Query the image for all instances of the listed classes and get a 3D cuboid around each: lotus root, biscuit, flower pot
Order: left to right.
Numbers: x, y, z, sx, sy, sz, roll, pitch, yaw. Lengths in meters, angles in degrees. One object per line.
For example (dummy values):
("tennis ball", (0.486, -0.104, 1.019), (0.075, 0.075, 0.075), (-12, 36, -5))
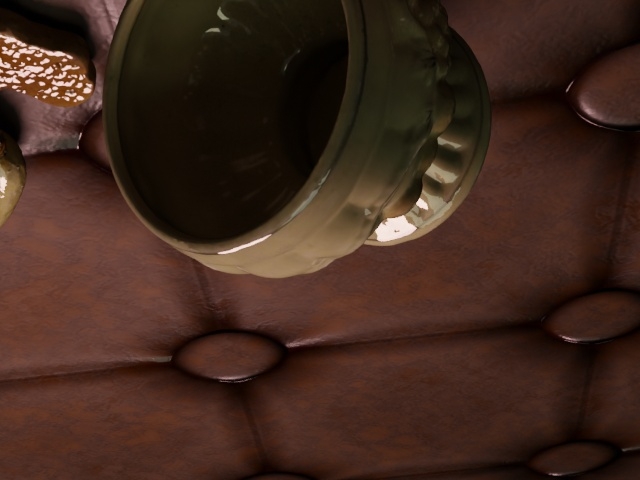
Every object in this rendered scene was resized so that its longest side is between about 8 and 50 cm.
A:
("biscuit", (-0.354, -0.177, 1.160), (0.320, 0.047, 0.183), (7, 149, -17))
("lotus root", (-0.342, -0.064, 1.313), (0.090, 0.077, 0.183), (2, 151, -24))
("flower pot", (-0.002, -0.115, 1.101), (0.307, 0.307, 0.244), (-29, 158, 33))
